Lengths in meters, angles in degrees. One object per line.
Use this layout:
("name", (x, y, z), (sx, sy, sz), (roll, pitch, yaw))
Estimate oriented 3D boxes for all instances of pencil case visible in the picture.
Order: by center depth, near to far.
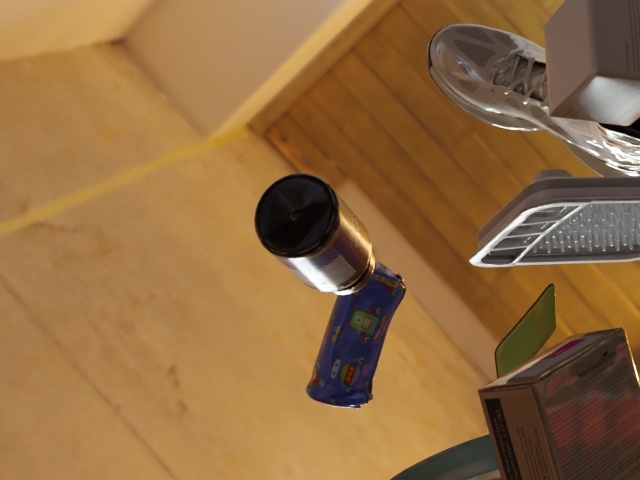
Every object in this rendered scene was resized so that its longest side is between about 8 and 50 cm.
("pencil case", (0.074, 0.188, 2.537), (0.133, 0.306, 0.119), (18, -173, 3))

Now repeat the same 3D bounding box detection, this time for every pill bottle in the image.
("pill bottle", (0.000, 0.000, 1.799), (0.123, 0.122, 0.219), (60, -173, 27))

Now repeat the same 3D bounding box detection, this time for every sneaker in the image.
("sneaker", (0.381, -0.267, 2.089), (0.447, 0.169, 0.257), (29, 168, 10))

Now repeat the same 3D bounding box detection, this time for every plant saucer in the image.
("plant saucer", (0.223, 0.345, 1.811), (0.317, 0.317, 0.044), (19, -135, -51))

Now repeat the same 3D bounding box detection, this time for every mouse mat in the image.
("mouse mat", (0.379, 0.182, 2.369), (0.007, 0.189, 0.153), (29, 151, 32))

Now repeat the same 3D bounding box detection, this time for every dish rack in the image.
("dish rack", (0.409, -0.038, 1.941), (0.332, 0.285, 0.072), (-1, -110, -16))

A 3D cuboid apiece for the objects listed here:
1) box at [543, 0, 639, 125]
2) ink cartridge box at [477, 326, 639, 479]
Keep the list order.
("box", (0.266, -0.173, 1.190), (0.087, 0.102, 0.101), (5, -110, -14))
("ink cartridge box", (0.311, 0.234, 1.589), (0.234, 0.088, 0.193), (-19, -85, -47))
